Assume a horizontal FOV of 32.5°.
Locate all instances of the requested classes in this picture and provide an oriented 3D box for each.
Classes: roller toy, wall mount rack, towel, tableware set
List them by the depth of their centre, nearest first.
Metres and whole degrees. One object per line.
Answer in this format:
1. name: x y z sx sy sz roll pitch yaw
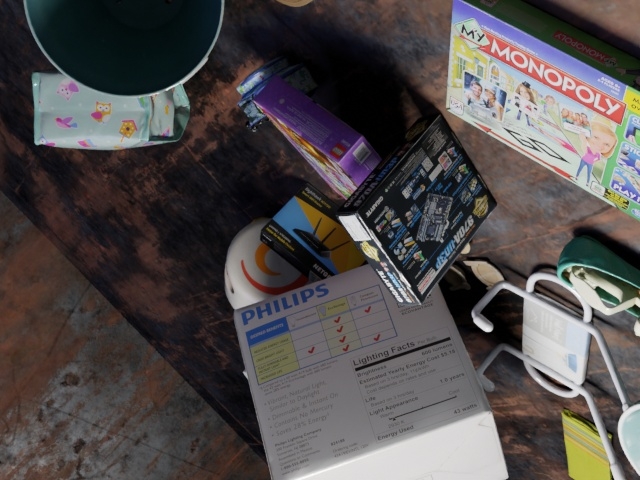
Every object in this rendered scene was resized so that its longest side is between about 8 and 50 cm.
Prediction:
1. wall mount rack: 0.384 0.215 1.728 0.304 0.130 0.350 31 155 27
2. tableware set: 0.224 0.027 1.808 0.168 0.020 0.141 50 156 -16
3. towel: 0.491 0.394 2.006 0.102 0.021 0.237 33 156 36
4. roller toy: -0.097 0.064 2.169 0.209 0.191 0.146 39 157 9

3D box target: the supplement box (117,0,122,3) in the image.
1. supplement box: -0.381 -0.383 2.007 0.056 0.083 0.083 48 156 -10

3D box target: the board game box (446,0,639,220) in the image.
1. board game box: 0.296 -0.165 1.332 0.317 0.046 0.213 33 156 22

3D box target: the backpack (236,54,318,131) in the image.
1. backpack: -0.070 -0.238 1.725 0.114 0.105 0.084 -18 105 52

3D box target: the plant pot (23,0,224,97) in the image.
1. plant pot: -0.284 -0.378 1.677 0.290 0.290 0.195 50 -169 -14

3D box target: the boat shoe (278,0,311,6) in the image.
1. boat shoe: -0.091 -0.441 1.460 0.105 0.089 0.285 -22 118 37

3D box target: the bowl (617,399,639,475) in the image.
1. bowl: 0.576 0.271 1.471 0.311 0.163 0.311 35 155 19

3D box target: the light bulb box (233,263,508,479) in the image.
1. light bulb box: 0.078 0.254 1.838 0.225 0.358 0.361 69 -178 -48

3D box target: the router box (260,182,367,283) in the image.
1. router box: 0.000 0.000 1.979 0.179 0.133 0.046 38 157 11

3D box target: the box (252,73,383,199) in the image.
1. box: 0.039 -0.115 1.672 0.201 0.057 0.293 40 177 36

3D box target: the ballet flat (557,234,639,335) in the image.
1. ballet flat: 0.427 0.082 1.487 0.247 0.087 0.083 31 153 27

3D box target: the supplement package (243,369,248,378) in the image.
1. supplement package: 0.008 0.333 2.449 0.199 0.198 0.262 13 142 49

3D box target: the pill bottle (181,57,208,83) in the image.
1. pill bottle: -0.271 -0.348 1.884 0.160 0.087 0.087 45 157 -6

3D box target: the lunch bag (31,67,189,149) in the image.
1. lunch bag: -0.373 -0.248 2.004 0.223 0.160 0.262 1 -172 10

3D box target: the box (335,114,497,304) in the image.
1. box: 0.142 -0.045 1.563 0.051 0.220 0.175 -2 131 52
